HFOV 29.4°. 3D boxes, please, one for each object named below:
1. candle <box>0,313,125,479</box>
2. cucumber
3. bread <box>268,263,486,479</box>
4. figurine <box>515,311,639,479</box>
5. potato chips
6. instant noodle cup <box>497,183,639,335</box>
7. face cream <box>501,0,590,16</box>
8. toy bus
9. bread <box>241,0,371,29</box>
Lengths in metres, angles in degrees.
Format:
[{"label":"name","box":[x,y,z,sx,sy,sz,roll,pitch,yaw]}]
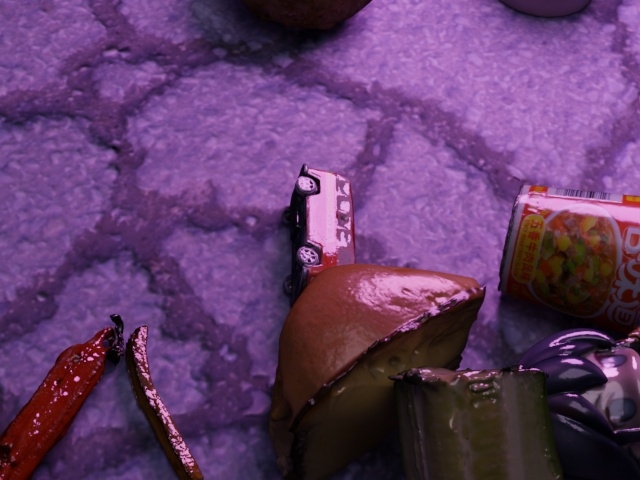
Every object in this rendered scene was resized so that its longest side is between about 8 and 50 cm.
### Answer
[{"label":"candle","box":[-0.285,0.185,1.259,0.059,0.084,0.301,45,48,-14]},{"label":"cucumber","box":[0.155,0.277,1.172,0.145,0.105,0.325,-6,88,-20]},{"label":"bread","box":[0.039,0.114,1.263,0.262,0.204,0.162,-32,67,-30]},{"label":"figurine","box":[0.324,0.177,1.248,0.265,0.197,0.175,14,28,1]},{"label":"potato chips","box":[-0.170,0.179,1.298,0.037,0.026,0.204,-8,53,-29]},{"label":"instant noodle cup","box":[0.318,0.022,1.390,0.212,0.193,0.193,13,53,12]},{"label":"face cream","box":[0.326,-0.430,1.726,0.177,0.153,0.177,3,55,-5]},{"label":"toy bus","box":[0.000,0.000,1.420,0.077,0.079,0.174,8,53,-13]},{"label":"bread","box":[-0.020,-0.379,1.665,0.230,0.123,0.230,0,53,0]}]
